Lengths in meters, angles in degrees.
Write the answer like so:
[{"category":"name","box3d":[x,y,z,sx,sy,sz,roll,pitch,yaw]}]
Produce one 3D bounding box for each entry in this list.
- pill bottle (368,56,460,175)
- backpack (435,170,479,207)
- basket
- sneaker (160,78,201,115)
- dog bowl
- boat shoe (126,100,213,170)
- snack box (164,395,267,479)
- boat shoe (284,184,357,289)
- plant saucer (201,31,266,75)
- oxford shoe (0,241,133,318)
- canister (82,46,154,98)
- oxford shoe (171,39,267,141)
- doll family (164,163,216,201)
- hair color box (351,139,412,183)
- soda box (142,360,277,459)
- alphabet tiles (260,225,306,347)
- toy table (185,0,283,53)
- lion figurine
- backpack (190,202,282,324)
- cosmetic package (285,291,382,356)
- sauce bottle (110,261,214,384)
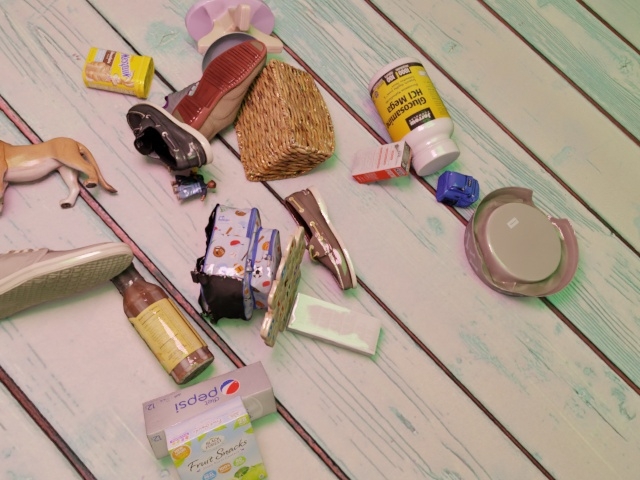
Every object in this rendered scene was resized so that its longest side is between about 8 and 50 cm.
[{"category":"pill bottle","box3d":[0.295,-0.379,1.465,0.188,0.188,0.334,-19,75,-18]},{"category":"backpack","box3d":[0.433,-0.156,1.464,0.120,0.101,0.098,17,74,-10]},{"category":"basket","box3d":[-0.108,-0.339,1.414,0.213,0.223,0.299,3,65,-46]},{"category":"sneaker","box3d":[-0.399,-0.429,1.390,0.098,0.083,0.224,29,66,7]},{"category":"dog bowl","box3d":[0.599,0.012,1.437,0.349,0.102,0.349,4,69,-11]},{"category":"boat shoe","box3d":[-0.432,-0.266,1.246,0.340,0.127,0.113,34,55,25]},{"category":"snack box","box3d":[-0.226,0.471,1.040,0.174,0.070,0.207,-21,117,-18]},{"category":"boat shoe","box3d":[0.000,0.000,1.304,0.096,0.116,0.324,-20,72,-14]},{"category":"plant saucer","box3d":[-0.254,-0.519,1.369,0.195,0.195,0.037,-19,57,-18]},{"category":"oxford shoe","box3d":[-0.655,0.071,1.075,0.449,0.169,0.130,-18,67,0]},{"category":"canister","box3d":[-0.585,-0.489,1.373,0.170,0.073,0.126,8,68,-8]},{"category":"oxford shoe","box3d":[-0.271,-0.414,1.339,0.348,0.130,0.123,-44,62,3]},{"category":"doll family","box3d":[-0.363,-0.187,1.315,0.111,0.076,0.193,-16,79,-22]},{"category":"hair color box","box3d":[0.182,-0.231,1.404,0.053,0.167,0.093,36,59,-43]},{"category":"soda box","box3d":[-0.253,0.389,1.096,0.286,0.091,0.098,-17,33,-18]},{"category":"alphabet tiles","box3d":[-0.087,0.113,1.156,0.021,0.278,0.284,15,68,8]},{"category":"toy table","box3d":[-0.251,-0.620,1.418,0.274,0.252,0.161,-17,59,-13]},{"category":"lion figurine","box3d":[-0.747,-0.203,1.216,0.392,0.142,0.240,-5,63,-29]},{"category":"backpack","box3d":[-0.199,0.046,1.168,0.213,0.276,0.263,1,62,-9]},{"category":"cosmetic package","box3d":[0.035,0.225,1.255,0.239,0.060,0.099,19,65,-5]},{"category":"sauce bottle","box3d":[-0.398,0.186,1.147,0.111,0.111,0.344,-36,74,-22]}]
